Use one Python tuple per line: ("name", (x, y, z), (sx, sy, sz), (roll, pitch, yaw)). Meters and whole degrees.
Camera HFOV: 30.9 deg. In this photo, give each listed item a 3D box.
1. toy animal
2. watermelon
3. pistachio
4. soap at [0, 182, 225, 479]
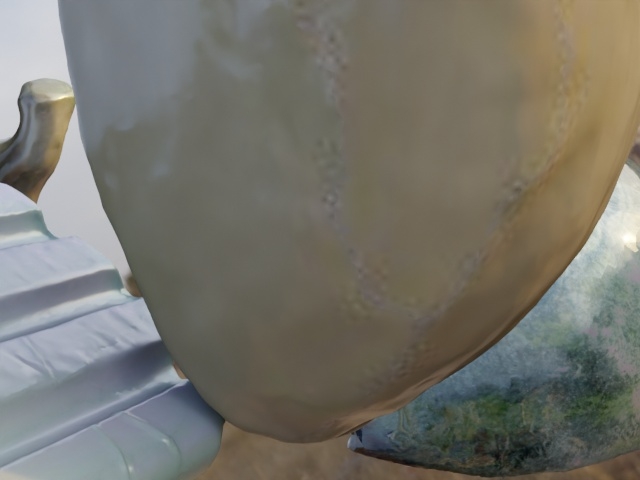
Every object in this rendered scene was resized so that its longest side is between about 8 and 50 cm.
("toy animal", (-0.233, -0.063, 0.668), (0.121, 0.233, 0.169), (-14, -56, -36))
("watermelon", (0.175, 0.028, 0.736), (0.175, 0.188, 0.322), (13, 24, 34))
("pistachio", (0.016, -0.082, 0.436), (0.226, 0.332, 0.208), (0, 7, -12))
("soap", (-0.155, 0.069, 0.374), (0.095, 0.173, 0.289), (-59, -15, 17))
